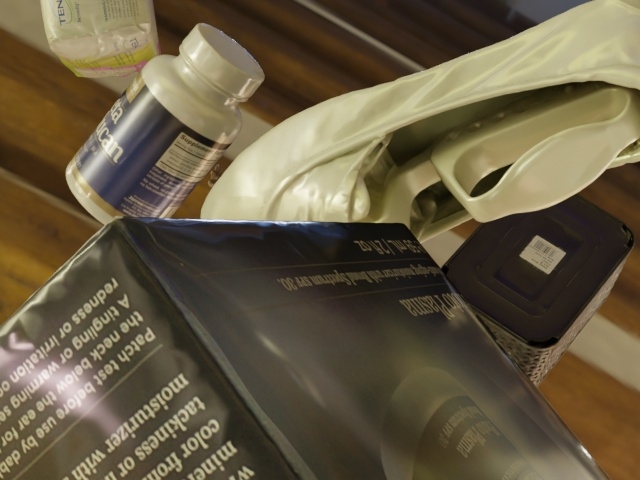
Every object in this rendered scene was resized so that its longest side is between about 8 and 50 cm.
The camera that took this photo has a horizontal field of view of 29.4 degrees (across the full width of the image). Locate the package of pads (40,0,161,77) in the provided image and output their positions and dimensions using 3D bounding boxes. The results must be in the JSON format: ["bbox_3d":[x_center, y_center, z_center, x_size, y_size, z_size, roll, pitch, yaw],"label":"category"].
[{"bbox_3d":[-0.222,-0.278,1.181,0.101,0.229,0.296,-9,-178,-5],"label":"package of pads"}]

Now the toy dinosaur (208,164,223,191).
[{"bbox_3d":[0.000,0.000,1.303,0.200,0.295,0.127,15,-143,19],"label":"toy dinosaur"}]

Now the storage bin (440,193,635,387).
[{"bbox_3d":[0.193,0.038,1.126,0.122,0.084,0.180,34,-124,18],"label":"storage bin"}]

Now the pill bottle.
[{"bbox_3d":[-0.124,-0.091,0.996,0.094,0.169,0.094,37,-162,-14],"label":"pill bottle"}]

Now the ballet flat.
[{"bbox_3d":[0.079,-0.051,0.887,0.139,0.400,0.139,55,-159,-33],"label":"ballet flat"}]

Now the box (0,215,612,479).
[{"bbox_3d":[0.019,0.153,0.500,0.294,0.183,0.296,53,-162,13],"label":"box"}]
